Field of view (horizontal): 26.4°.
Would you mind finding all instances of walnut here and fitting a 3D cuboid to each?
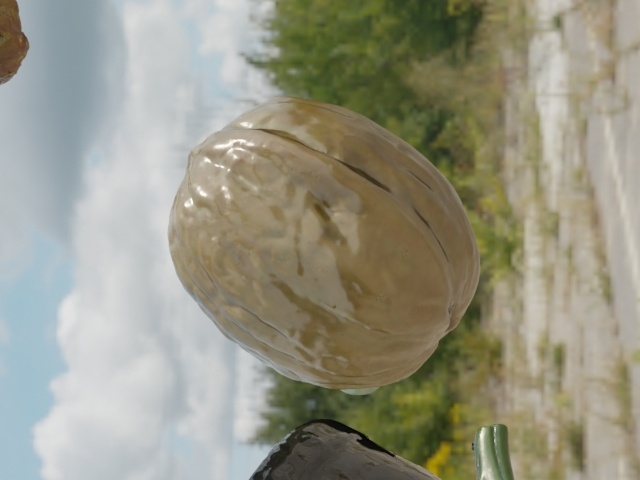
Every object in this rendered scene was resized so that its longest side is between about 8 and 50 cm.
[{"bbox_3d":[0.000,0.000,1.109,0.225,0.261,0.225,-56,-4,-5],"label":"walnut"}]

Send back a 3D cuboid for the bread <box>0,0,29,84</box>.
[{"bbox_3d":[-0.579,-0.239,1.787,0.185,0.380,0.109,166,93,-67],"label":"bread"}]

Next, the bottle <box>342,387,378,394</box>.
[{"bbox_3d":[0.052,0.098,1.522,0.201,0.072,0.072,99,176,-56],"label":"bottle"}]

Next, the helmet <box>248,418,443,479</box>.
[{"bbox_3d":[0.022,0.233,0.708,0.230,0.160,0.279,-56,-29,-34],"label":"helmet"}]

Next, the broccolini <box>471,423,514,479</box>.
[{"bbox_3d":[0.176,0.180,0.823,0.062,0.123,0.271,47,-178,-40],"label":"broccolini"}]
